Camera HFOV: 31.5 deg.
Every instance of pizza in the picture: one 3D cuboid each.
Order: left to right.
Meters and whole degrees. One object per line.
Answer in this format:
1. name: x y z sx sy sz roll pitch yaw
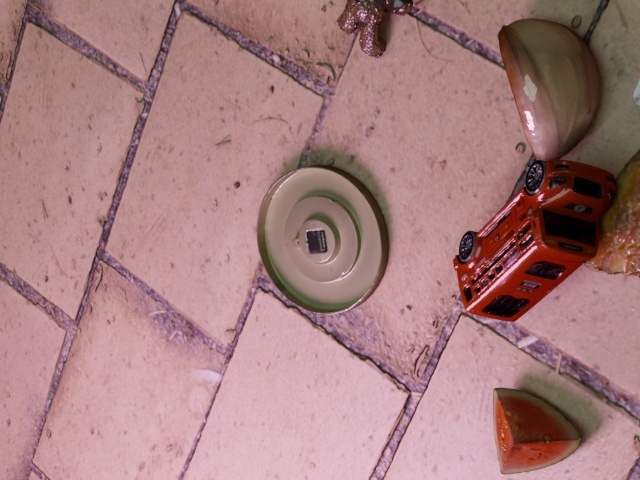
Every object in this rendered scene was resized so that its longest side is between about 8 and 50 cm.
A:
1. pizza: 0.473 -0.036 1.395 0.335 0.086 0.226 -47 68 31

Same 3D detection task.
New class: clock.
1. clock: 0.000 0.000 1.768 0.235 0.029 0.235 7 103 34

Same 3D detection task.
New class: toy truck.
1. toy truck: 0.279 0.003 1.474 0.253 0.107 0.114 129 147 -49

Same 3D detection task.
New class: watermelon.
1. watermelon: 0.293 0.269 1.575 0.135 0.094 0.125 -3 89 31

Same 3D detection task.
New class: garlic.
1. garlic: 0.295 -0.189 1.478 0.128 0.115 0.207 -5 98 29

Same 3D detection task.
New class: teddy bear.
1. teddy bear: 0.075 -0.348 1.623 0.119 0.078 0.160 47 122 23

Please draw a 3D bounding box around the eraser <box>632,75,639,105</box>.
1. eraser: 0.440 -0.212 1.425 0.065 0.026 0.105 27 113 25
